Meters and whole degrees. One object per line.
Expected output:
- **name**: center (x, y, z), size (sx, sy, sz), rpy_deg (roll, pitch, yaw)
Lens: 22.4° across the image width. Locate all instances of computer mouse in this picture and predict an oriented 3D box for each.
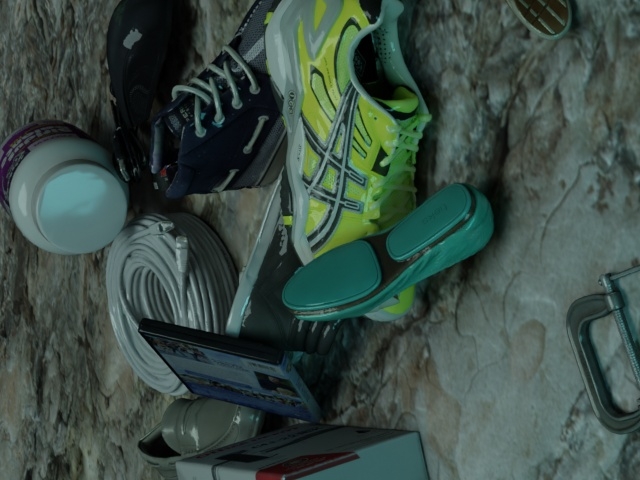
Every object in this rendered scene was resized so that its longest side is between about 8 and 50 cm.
- **computer mouse**: center (-0.258, -0.228, 2.172), size (0.188, 0.072, 0.272), rpy_deg (-104, 25, -50)

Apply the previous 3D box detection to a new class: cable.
- **cable**: center (-0.207, 0.085, 2.242), size (0.257, 0.089, 0.257), rpy_deg (5, 107, 54)

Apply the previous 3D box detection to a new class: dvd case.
- **dvd case**: center (-0.106, 0.161, 1.974), size (0.180, 0.022, 0.253), rpy_deg (12, 161, 16)

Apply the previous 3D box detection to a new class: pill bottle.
- **pill bottle**: center (-0.366, -0.073, 2.297), size (0.301, 0.169, 0.169), rpy_deg (-149, 50, -67)

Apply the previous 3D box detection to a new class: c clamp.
- **c clamp**: center (0.285, 0.108, 1.551), size (0.137, 0.022, 0.160), rpy_deg (-17, 88, 58)

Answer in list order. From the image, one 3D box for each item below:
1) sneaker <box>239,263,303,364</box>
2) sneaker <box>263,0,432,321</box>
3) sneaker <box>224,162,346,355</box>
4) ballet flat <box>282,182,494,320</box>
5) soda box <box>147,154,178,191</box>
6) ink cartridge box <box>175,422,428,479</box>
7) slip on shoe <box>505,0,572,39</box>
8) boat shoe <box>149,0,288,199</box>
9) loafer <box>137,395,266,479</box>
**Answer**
- **sneaker**: center (-0.069, 0.088, 2.056), size (0.115, 0.090, 0.232), rpy_deg (60, 137, 34)
- **sneaker**: center (0.044, -0.091, 1.738), size (0.147, 0.145, 0.384), rpy_deg (1, 110, 47)
- **sneaker**: center (0.000, 0.000, 1.899), size (0.104, 0.147, 0.295), rpy_deg (-60, -11, -87)
- **ballet flat**: center (0.079, 0.029, 1.695), size (0.247, 0.087, 0.083), rpy_deg (-31, 48, 19)
- **soda box**: center (-0.178, -0.098, 2.128), size (0.169, 0.060, 0.053), rpy_deg (-179, 76, -71)
- **ink cartridge box**: center (-0.024, 0.302, 1.955), size (0.273, 0.197, 0.114), rpy_deg (-8, 95, 58)
- **slip on shoe**: center (0.192, -0.241, 1.534), size (0.135, 0.051, 0.041), rpy_deg (50, -179, 22)
- **boat shoe**: center (-0.099, -0.175, 1.904), size (0.127, 0.158, 0.340), rpy_deg (54, 143, 30)
- **loafer**: center (-0.165, 0.266, 2.222), size (0.319, 0.111, 0.112), rpy_deg (-43, 27, 55)
